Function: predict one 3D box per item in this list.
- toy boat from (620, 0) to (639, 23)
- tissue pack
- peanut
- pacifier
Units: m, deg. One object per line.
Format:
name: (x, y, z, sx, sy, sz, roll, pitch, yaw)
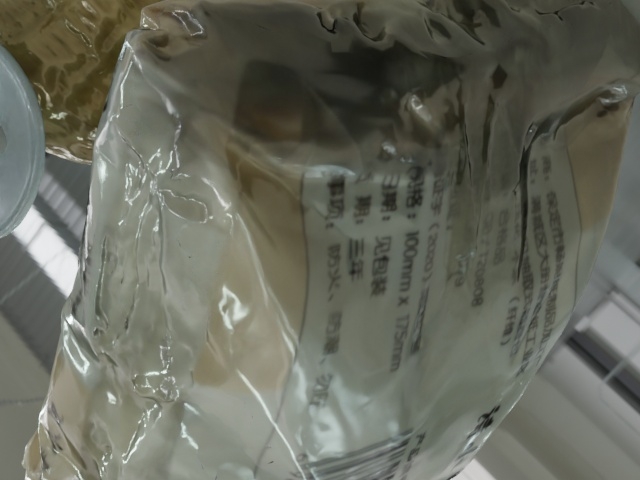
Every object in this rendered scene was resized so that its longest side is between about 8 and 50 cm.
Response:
toy boat: (0.228, -0.119, 0.436, 0.269, 0.141, 0.141, 41, -166, -14)
tissue pack: (0.021, 0.028, 0.573, 0.390, 0.375, 0.195, -12, -135, -42)
peanut: (-0.208, -0.192, 0.890, 0.197, 0.233, 0.110, 42, -179, -12)
pacifier: (-0.370, -0.073, 0.768, 0.227, 0.279, 0.207, 63, -164, -3)
